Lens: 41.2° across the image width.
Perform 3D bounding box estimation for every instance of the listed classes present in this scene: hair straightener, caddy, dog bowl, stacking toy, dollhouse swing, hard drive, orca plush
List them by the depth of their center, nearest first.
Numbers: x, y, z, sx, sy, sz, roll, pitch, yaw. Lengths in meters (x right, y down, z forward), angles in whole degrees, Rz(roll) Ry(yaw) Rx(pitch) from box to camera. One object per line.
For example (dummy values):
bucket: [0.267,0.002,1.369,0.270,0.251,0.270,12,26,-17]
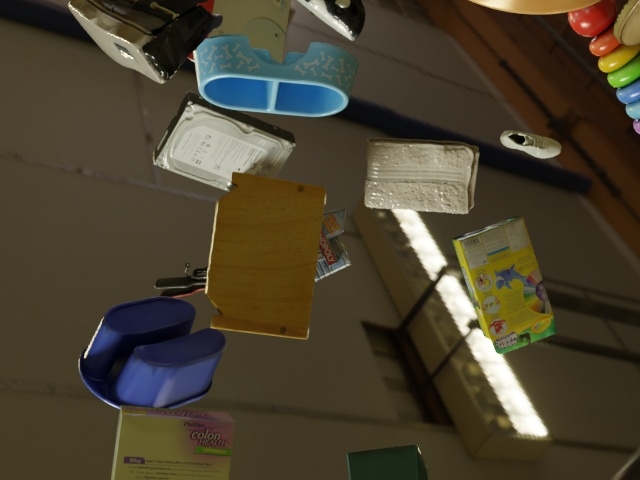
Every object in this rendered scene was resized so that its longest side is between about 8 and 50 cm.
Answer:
orca plush: [-0.017,-0.452,1.426,0.287,0.102,0.151,44,-172,36]
dog bowl: [-0.081,-0.288,1.522,0.297,0.166,0.074,5,-107,-6]
stacking toy: [0.593,-0.339,1.633,0.330,0.141,0.141,49,-152,-7]
caddy: [-0.378,0.268,1.928,0.241,0.179,0.341,38,-156,25]
dollhouse swing: [-0.137,0.046,2.022,0.315,0.347,0.305,9,174,-20]
hair straightener: [-0.328,0.102,2.222,0.230,0.089,0.047,-6,-143,17]
hard drive: [-0.270,-0.258,2.406,0.338,0.237,0.064,19,-145,-28]

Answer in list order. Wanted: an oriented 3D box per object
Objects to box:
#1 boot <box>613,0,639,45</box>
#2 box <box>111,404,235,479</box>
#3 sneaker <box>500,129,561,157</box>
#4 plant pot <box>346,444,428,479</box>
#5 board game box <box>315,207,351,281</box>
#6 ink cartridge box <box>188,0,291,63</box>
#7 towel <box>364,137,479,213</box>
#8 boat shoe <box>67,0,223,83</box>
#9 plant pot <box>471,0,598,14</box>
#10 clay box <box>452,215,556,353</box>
boot: [0.628,-0.327,1.415,0.089,0.236,0.269,-32,-109,-13]
box: [-0.288,0.448,1.620,0.213,0.243,0.117,7,177,-14]
sneaker: [0.523,-0.238,2.110,0.152,0.054,0.061,12,-176,3]
plant pot: [0.164,0.615,1.948,0.165,0.166,0.234,-10,-126,12]
board game box: [0.000,0.000,2.261,0.194,0.194,0.060,64,176,-4]
ink cartridge box: [-0.239,-0.587,2.198,0.091,0.308,0.385,-2,164,37]
towel: [0.251,-0.160,2.135,0.282,0.187,0.049,2,-155,3]
boat shoe: [-0.301,-0.386,1.468,0.340,0.158,0.127,35,165,42]
plant pot: [0.297,-0.484,1.189,0.290,0.203,0.291,0,-131,0]
clay box: [0.333,0.081,1.533,0.053,0.127,0.222,-140,31,-80]
